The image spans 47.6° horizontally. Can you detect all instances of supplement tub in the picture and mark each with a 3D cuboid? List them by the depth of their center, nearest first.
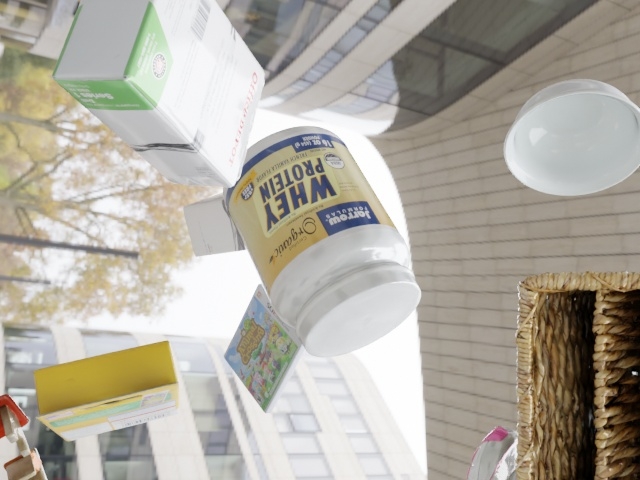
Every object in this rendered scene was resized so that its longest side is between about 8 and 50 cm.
[{"bbox_3d":[0.000,0.000,1.144,0.228,0.228,0.316,-55,-129,38],"label":"supplement tub"}]

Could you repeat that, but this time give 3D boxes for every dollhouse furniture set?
[{"bbox_3d":[-0.571,0.314,1.079,0.135,0.259,0.262,47,-23,42],"label":"dollhouse furniture set"}]

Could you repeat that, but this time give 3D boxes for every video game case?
[{"bbox_3d":[-0.122,0.235,1.594,0.193,0.023,0.212,44,-63,39],"label":"video game case"}]

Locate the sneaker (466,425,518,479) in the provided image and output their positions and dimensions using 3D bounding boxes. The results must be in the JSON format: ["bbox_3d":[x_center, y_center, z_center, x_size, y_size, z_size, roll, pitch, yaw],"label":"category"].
[{"bbox_3d":[0.266,0.345,0.904,0.111,0.103,0.252,2,-62,52],"label":"sneaker"}]

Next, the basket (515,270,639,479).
[{"bbox_3d":[0.355,0.183,0.768,0.213,0.223,0.299,-1,-93,51],"label":"basket"}]

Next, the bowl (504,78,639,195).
[{"bbox_3d":[0.546,-0.245,1.573,0.298,0.297,0.134,-46,-154,46],"label":"bowl"}]

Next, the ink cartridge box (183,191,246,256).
[{"bbox_3d":[-0.116,-0.058,1.537,0.283,0.207,0.117,-7,-78,28],"label":"ink cartridge box"}]

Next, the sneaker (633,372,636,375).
[{"bbox_3d":[0.625,0.211,1.549,0.106,0.290,0.123,-61,-172,-21],"label":"sneaker"}]

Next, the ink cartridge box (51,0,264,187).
[{"bbox_3d":[-0.155,-0.173,0.765,0.092,0.219,0.160,5,-111,22],"label":"ink cartridge box"}]

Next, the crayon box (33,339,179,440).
[{"bbox_3d":[-0.334,0.244,1.172,0.323,0.203,0.083,118,-42,-67],"label":"crayon box"}]
